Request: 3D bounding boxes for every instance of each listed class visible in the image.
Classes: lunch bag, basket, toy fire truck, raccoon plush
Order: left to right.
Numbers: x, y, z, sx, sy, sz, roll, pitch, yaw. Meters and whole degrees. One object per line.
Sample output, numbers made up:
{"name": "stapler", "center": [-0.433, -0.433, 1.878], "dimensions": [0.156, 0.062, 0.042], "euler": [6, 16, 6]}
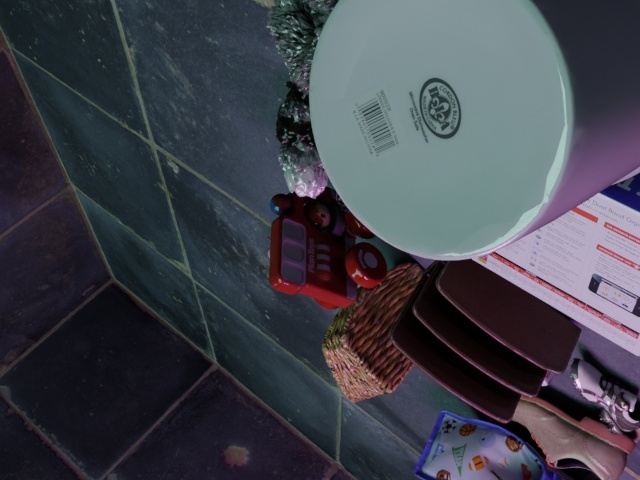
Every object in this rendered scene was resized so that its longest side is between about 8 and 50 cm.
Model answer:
{"name": "toy fire truck", "center": [0.000, 0.000, 1.546], "dimensions": [0.253, 0.302, 0.169], "euler": [22, 142, -31]}
{"name": "basket", "center": [0.138, 0.212, 1.665], "dimensions": [0.213, 0.299, 0.223], "euler": [46, 153, 0]}
{"name": "raccoon plush", "center": [0.093, -0.279, 1.070], "dimensions": [0.299, 0.216, 0.447], "euler": [15, 114, 48]}
{"name": "lunch bag", "center": [0.492, 0.630, 1.767], "dimensions": [0.328, 0.239, 0.385], "euler": [40, 155, -29]}

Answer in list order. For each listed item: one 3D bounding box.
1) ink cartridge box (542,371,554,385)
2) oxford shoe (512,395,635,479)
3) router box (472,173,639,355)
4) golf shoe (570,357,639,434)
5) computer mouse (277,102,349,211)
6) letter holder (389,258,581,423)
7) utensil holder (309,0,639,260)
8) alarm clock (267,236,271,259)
{"name": "ink cartridge box", "center": [0.433, 0.267, 1.605], "dimensions": [0.179, 0.045, 0.145], "euler": [45, 153, -5]}
{"name": "oxford shoe", "center": [0.528, 0.446, 1.592], "dimensions": [0.348, 0.130, 0.123], "euler": [14, 162, 48]}
{"name": "router box", "center": [0.414, -0.006, 1.111], "dimensions": [0.335, 0.082, 0.301], "euler": [34, 151, 29]}
{"name": "golf shoe", "center": [0.595, 0.310, 1.418], "dimensions": [0.198, 0.077, 0.094], "euler": [47, 139, -11]}
{"name": "computer mouse", "center": [0.017, -0.207, 1.492], "dimensions": [0.272, 0.072, 0.189], "euler": [45, 145, 18]}
{"name": "letter holder", "center": [0.318, 0.190, 1.363], "dimensions": [0.301, 0.214, 0.152], "euler": [36, 149, -1]}
{"name": "utensil holder", "center": [0.224, -0.177, 0.806], "dimensions": [0.327, 0.385, 0.328], "euler": [17, 118, 36]}
{"name": "alarm clock", "center": [-0.076, 0.064, 2.029], "dimensions": [0.192, 0.064, 0.129], "euler": [36, 152, 23]}
